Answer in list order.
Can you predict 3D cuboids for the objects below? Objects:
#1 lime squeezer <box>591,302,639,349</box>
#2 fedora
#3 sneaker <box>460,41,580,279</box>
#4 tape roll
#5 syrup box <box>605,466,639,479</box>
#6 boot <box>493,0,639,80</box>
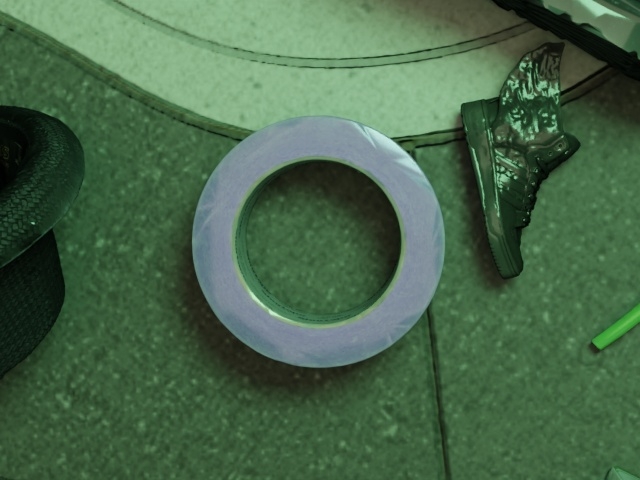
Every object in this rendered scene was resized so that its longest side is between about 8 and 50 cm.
[{"bbox_3d":[0.301,-0.052,0.921,0.110,0.059,0.310,15,94,2],"label":"lime squeezer"},{"bbox_3d":[-0.313,0.035,0.883,0.334,0.334,0.152,-16,122,3],"label":"fedora"},{"bbox_3d":[0.161,-0.061,0.930,0.089,0.051,0.170,-13,88,8],"label":"sneaker"},{"bbox_3d":[0.000,0.000,0.927,0.189,0.080,0.189,0,92,4],"label":"tape roll"},{"bbox_3d":[0.314,0.274,0.913,0.237,0.096,0.093,26,95,1],"label":"syrup box"},{"bbox_3d":[0.218,-0.383,0.862,0.367,0.146,0.445,28,96,-8],"label":"boot"}]
